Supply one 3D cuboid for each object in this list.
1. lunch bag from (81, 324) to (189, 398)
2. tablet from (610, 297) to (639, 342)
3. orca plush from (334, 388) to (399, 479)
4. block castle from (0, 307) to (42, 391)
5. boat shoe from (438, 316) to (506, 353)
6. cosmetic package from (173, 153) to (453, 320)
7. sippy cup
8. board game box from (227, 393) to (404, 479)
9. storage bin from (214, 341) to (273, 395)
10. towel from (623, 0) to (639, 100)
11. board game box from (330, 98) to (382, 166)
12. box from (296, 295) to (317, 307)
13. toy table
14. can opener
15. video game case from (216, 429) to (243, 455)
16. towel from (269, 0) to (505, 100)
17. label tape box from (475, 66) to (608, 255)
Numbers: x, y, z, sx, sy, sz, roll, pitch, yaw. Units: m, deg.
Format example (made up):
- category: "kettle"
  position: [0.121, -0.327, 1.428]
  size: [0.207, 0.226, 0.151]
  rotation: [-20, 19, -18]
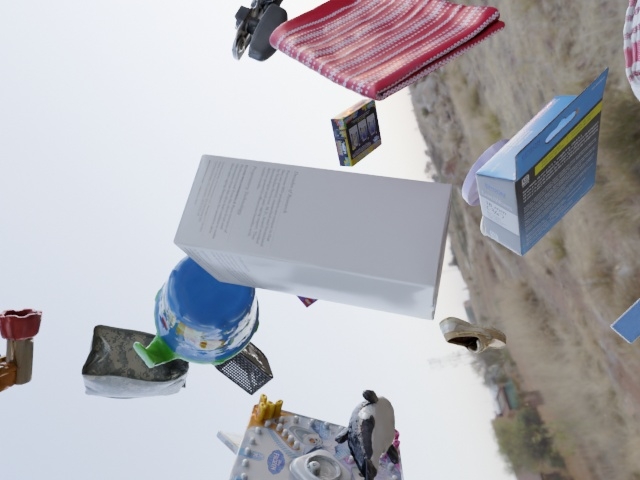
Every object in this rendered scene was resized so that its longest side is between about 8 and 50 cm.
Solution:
- category: "lunch bag"
  position: [-0.527, 0.369, 1.483]
  size: [0.235, 0.287, 0.169]
  rotation: [124, 154, -55]
- category: "tablet"
  position: [0.590, 0.147, 0.944]
  size: [0.054, 0.083, 0.006]
  rotation: [39, -168, -5]
- category: "orca plush"
  position: [0.082, 0.403, 1.002]
  size: [0.151, 0.102, 0.287]
  rotation: [60, -164, -14]
- category: "block castle"
  position: [-0.783, 0.204, 0.928]
  size: [0.453, 0.303, 0.213]
  rotation: [-20, -67, -81]
- category: "boat shoe"
  position: [0.338, 0.219, 1.114]
  size: [0.170, 0.063, 0.059]
  rotation: [16, -134, -16]
- category: "cosmetic package"
  position: [0.000, 0.000, 0.758]
  size: [0.197, 0.365, 0.155]
  rotation: [68, -148, -66]
- category: "sippy cup"
  position: [-0.230, 0.126, 1.051]
  size: [0.224, 0.240, 0.305]
  rotation: [123, 159, -65]
- category: "board game box"
  position: [0.007, 0.505, 1.126]
  size: [0.390, 0.390, 0.050]
  rotation: [-75, 0, -76]
- category: "storage bin"
  position: [-0.230, 0.350, 1.478]
  size: [0.180, 0.084, 0.122]
  rotation: [48, -176, -32]
- category: "towel"
  position: [0.280, -0.183, 0.424]
  size: [0.144, 0.029, 0.197]
  rotation: [21, -105, -46]
- category: "board game box"
  position: [0.105, -0.307, 1.438]
  size: [0.170, 0.048, 0.141]
  rotation: [-40, -51, -40]
- category: "box"
  position: [-0.086, 0.047, 1.442]
  size: [0.201, 0.057, 0.293]
  rotation: [52, -173, -16]
- category: "toy table"
  position: [0.516, -0.138, 1.421]
  size: [0.161, 0.252, 0.274]
  rotation: [56, -177, 24]
- category: "can opener"
  position: [-0.073, -0.420, 0.886]
  size: [0.076, 0.095, 0.283]
  rotation: [112, -177, -67]
- category: "video game case"
  position: [-0.203, 0.698, 1.658]
  size: [0.227, 0.206, 0.026]
  rotation: [35, -101, -45]
- category: "towel"
  position: [0.068, -0.274, 0.661]
  size: [0.275, 0.199, 0.031]
  rotation: [45, 164, 45]
- category: "label tape box"
  position: [0.430, -0.154, 0.998]
  size: [0.106, 0.240, 0.334]
  rotation: [41, 170, 38]
